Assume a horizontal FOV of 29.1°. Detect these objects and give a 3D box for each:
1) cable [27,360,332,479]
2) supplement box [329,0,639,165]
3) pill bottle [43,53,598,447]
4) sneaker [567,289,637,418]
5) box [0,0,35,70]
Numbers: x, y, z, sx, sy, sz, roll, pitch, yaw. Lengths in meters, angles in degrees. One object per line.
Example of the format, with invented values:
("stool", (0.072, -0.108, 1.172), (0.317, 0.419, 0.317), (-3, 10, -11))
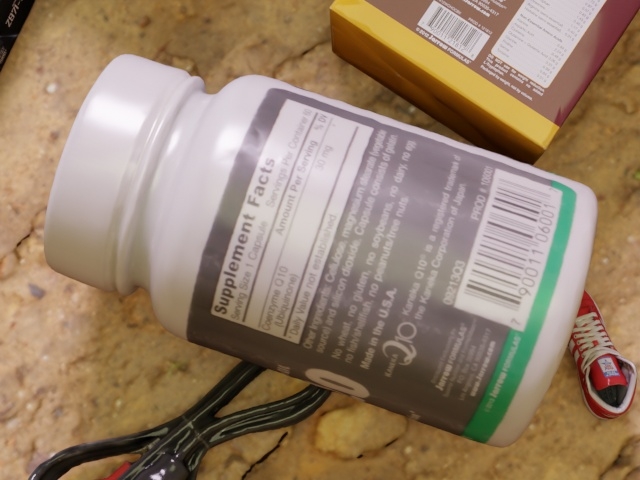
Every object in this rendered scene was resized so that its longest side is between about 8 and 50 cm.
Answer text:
("cable", (-0.115, 0.172, 0.976), (0.139, 0.072, 0.287), (39, 74, 21))
("supplement box", (0.138, -0.190, 0.953), (0.191, 0.129, 0.194), (34, 86, 4))
("pill bottle", (0.000, 0.000, 0.901), (0.361, 0.204, 0.204), (19, 85, 3))
("sneaker", (0.211, 0.082, 0.956), (0.042, 0.067, 0.118), (-21, 84, 0))
("box", (-0.327, -0.220, 0.992), (0.180, 0.077, 0.147), (25, 85, 4))
